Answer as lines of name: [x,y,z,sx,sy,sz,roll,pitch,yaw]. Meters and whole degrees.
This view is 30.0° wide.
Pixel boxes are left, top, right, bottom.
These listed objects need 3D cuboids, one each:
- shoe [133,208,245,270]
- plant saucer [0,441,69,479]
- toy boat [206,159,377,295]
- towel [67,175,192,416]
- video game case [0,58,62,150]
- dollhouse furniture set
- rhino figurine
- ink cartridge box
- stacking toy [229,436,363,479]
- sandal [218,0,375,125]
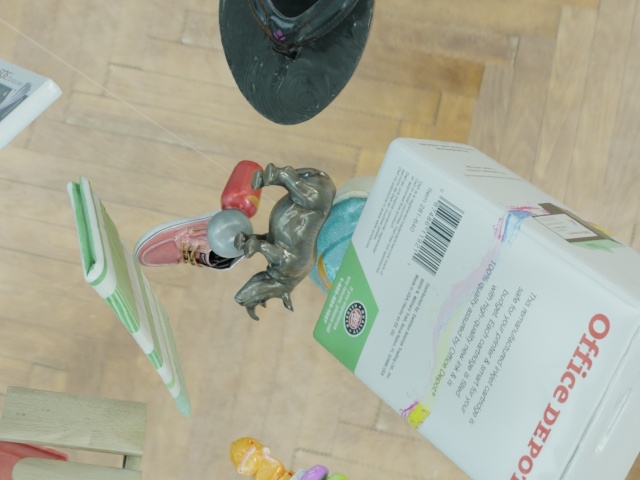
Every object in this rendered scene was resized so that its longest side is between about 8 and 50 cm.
shoe: [-0.182,0.010,1.729,0.178,0.063,0.081,-18,37,-3]
plant saucer: [-0.475,0.389,1.630,0.048,0.258,0.259,2,70,32]
toy boat: [0.000,0.000,1.699,0.318,0.267,0.148,19,57,-7]
towel: [-0.289,0.087,1.811,0.038,0.325,0.248,-24,41,-1]
video game case: [-0.343,-0.094,1.119,0.190,0.173,0.022,-46,122,-12]
dollhouse furniture set: [-0.229,0.238,1.049,0.123,0.144,0.151,10,130,-12]
rhino figurine: [-0.051,0.007,1.533,0.106,0.073,0.243,5,120,-22]
ink cartridge box: [0.148,0.067,0.979,0.278,0.117,0.201,38,116,38]
stacking toy: [0.003,0.353,1.548,0.302,0.175,0.166,33,123,13]
sandal: [-0.005,-0.321,1.187,0.167,0.107,0.446,24,115,10]
